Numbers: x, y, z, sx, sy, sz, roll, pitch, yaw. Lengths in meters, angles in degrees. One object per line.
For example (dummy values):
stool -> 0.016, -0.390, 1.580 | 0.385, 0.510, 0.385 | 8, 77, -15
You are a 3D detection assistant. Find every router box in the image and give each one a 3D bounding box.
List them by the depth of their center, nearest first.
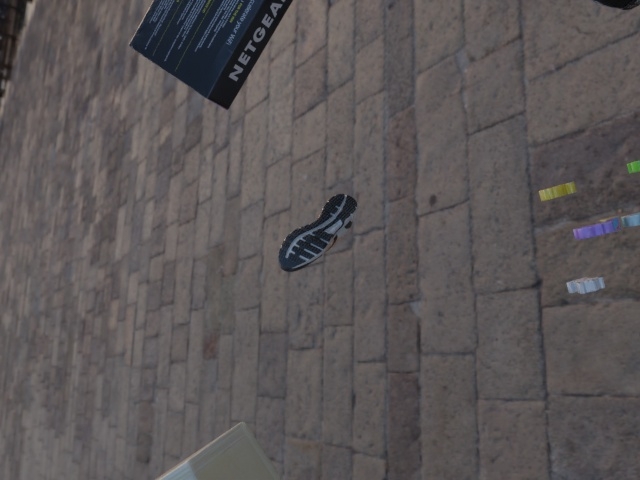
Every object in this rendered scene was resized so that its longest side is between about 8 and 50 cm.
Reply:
router box -> -0.110, -0.251, 0.685 | 0.133, 0.046, 0.178 | 37, 100, 23

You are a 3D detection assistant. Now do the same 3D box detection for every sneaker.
sneaker -> 0.000, 0.000, 0.648 | 0.040, 0.109, 0.043 | 35, 148, 24

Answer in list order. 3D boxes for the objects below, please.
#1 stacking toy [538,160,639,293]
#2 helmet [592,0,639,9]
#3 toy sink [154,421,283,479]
stacking toy -> 0.455, -0.026, 0.976 | 0.052, 0.221, 0.166 | 161, 93, -81
helmet -> 0.536, -0.510, 1.118 | 0.161, 0.170, 0.169 | 98, 158, -48
toy sink -> -0.102, 0.348, 0.686 | 0.153, 0.131, 0.234 | -37, 82, 21
